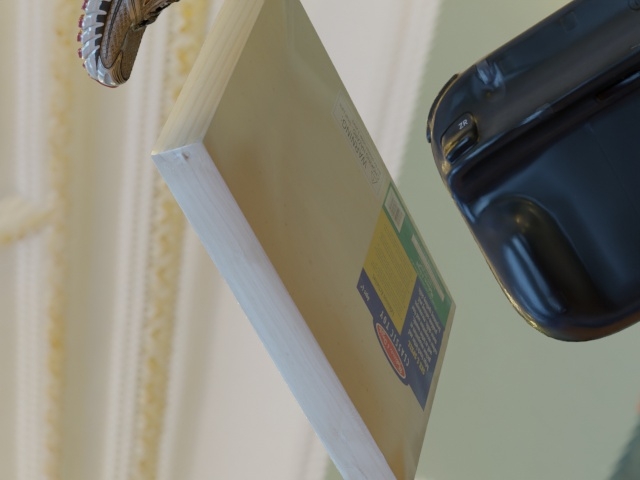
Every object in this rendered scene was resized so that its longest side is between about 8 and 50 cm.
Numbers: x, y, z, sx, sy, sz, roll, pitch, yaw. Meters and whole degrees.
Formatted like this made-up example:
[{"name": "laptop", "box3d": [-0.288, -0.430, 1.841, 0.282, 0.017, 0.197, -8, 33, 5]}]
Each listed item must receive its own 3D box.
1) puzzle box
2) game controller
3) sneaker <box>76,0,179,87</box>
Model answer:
[{"name": "puzzle box", "box3d": [0.000, 0.000, 1.735, 0.052, 0.272, 0.409, -14, -57, 24]}, {"name": "game controller", "box3d": [0.209, -0.078, 1.025, 0.319, 0.166, 0.067, -31, -2, 22]}, {"name": "sneaker", "box3d": [-0.112, -0.203, 1.464, 0.225, 0.092, 0.088, -61, 4, 30]}]
